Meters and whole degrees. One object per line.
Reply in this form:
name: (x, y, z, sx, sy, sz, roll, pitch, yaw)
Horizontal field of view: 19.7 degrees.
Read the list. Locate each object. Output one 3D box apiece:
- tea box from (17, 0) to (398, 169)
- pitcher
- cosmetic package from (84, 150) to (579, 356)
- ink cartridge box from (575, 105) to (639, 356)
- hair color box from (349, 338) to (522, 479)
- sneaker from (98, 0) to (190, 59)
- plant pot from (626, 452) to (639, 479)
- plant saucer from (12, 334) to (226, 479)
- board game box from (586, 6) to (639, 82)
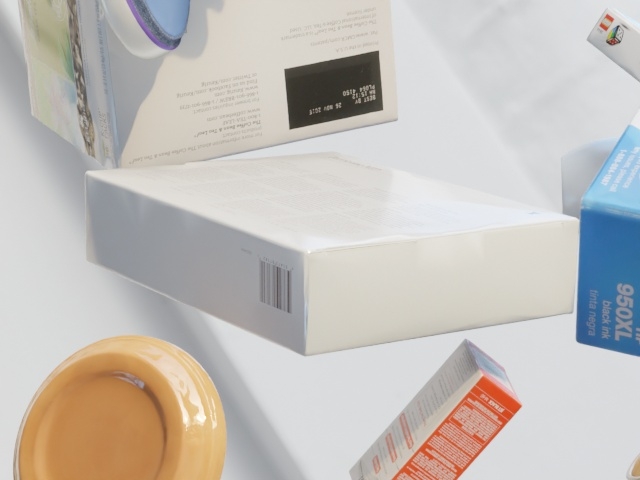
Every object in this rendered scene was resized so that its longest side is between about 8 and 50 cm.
tea box: (-0.133, -0.234, 2.031, 0.329, 0.220, 0.323, -13, 20, -23)
pitcher: (0.395, -0.080, 2.237, 0.207, 0.178, 0.125, -2, -47, 7)
cosmetic package: (0.000, 0.000, 1.652, 0.284, 0.097, 0.377, -9, 16, -33)
ink cartridge box: (0.461, -0.001, 1.669, 0.285, 0.395, 0.166, -50, -35, -49)
hair color box: (0.100, 0.177, 1.641, 0.167, 0.053, 0.093, -49, 15, 10)
sneaker: (-0.097, -0.345, 1.718, 0.236, 0.323, 0.130, -9, -5, 25)
plant pot: (0.528, 0.283, 2.426, 0.237, 0.110, 0.237, -38, 1, 1)
plant saucer: (-0.172, 0.171, 1.509, 0.200, 0.200, 0.037, -36, -30, 11)
board game box: (0.455, -0.153, 2.106, 0.193, 0.305, 0.053, 23, -72, -34)
